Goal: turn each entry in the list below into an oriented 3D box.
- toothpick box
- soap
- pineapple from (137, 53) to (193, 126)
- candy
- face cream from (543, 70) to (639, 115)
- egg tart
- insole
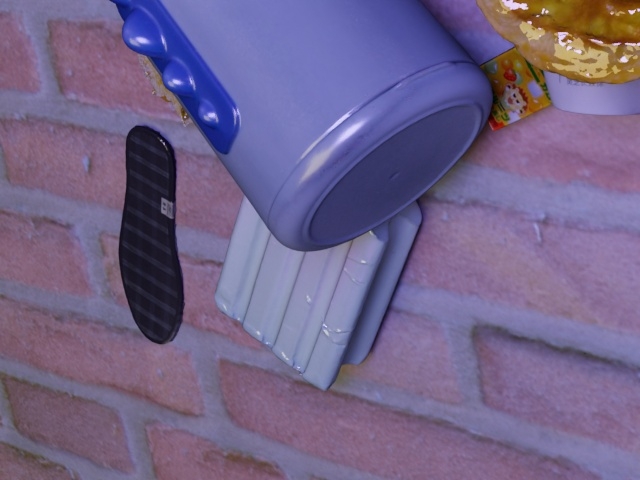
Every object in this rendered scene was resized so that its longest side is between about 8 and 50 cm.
[{"bbox_3d":[-0.044,-0.187,1.443,0.355,0.263,0.263,54,139,18],"label":"toothpick box"},{"bbox_3d":[0.000,0.000,1.662,0.173,0.095,0.289,37,135,20],"label":"soap"},{"bbox_3d":[-0.133,-0.215,1.683,0.221,0.047,0.221,23,128,32],"label":"pineapple"},{"bbox_3d":[0.191,-0.149,1.432,0.122,0.038,0.062,-25,97,48],"label":"candy"},{"bbox_3d":[0.239,-0.161,1.316,0.117,0.117,0.104,10,107,38],"label":"face cream"},{"bbox_3d":[0.227,-0.235,1.204,0.241,0.106,0.241,1,92,22],"label":"egg tart"},{"bbox_3d":[-0.204,-0.003,1.911,0.110,0.012,0.309,30,133,27],"label":"insole"}]
